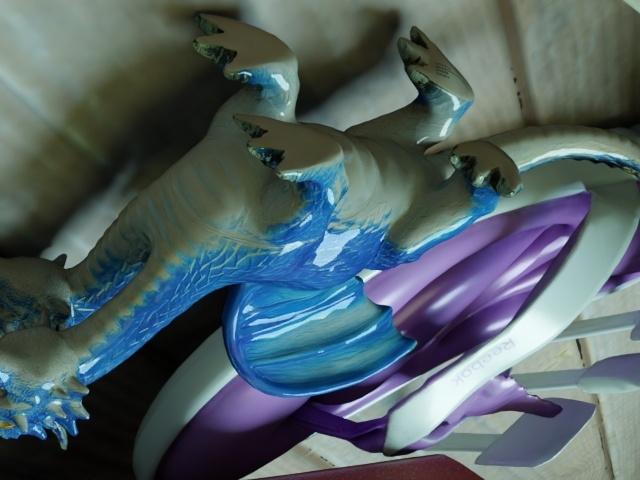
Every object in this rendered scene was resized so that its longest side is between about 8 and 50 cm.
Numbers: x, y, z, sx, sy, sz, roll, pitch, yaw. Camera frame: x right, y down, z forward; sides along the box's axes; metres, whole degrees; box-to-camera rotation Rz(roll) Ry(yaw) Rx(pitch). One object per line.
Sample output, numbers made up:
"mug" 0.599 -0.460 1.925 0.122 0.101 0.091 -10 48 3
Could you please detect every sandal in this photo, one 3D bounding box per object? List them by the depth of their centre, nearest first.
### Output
"sandal" 0.103 0.036 0.545 0.416 0.102 0.169 -24 150 -26

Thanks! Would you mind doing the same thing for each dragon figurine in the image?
"dragon figurine" 0.000 0.000 0.398 0.289 0.085 0.144 -4 142 -35

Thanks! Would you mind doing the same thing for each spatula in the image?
"spatula" 0.141 0.085 0.645 0.168 0.019 0.242 -40 -178 -16

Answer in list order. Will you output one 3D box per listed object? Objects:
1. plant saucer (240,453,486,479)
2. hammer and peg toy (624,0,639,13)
"plant saucer" -0.071 0.153 0.514 0.259 0.047 0.258 4 159 -45
"hammer and peg toy" 0.195 -0.166 0.310 0.361 0.127 0.266 8 128 -52
